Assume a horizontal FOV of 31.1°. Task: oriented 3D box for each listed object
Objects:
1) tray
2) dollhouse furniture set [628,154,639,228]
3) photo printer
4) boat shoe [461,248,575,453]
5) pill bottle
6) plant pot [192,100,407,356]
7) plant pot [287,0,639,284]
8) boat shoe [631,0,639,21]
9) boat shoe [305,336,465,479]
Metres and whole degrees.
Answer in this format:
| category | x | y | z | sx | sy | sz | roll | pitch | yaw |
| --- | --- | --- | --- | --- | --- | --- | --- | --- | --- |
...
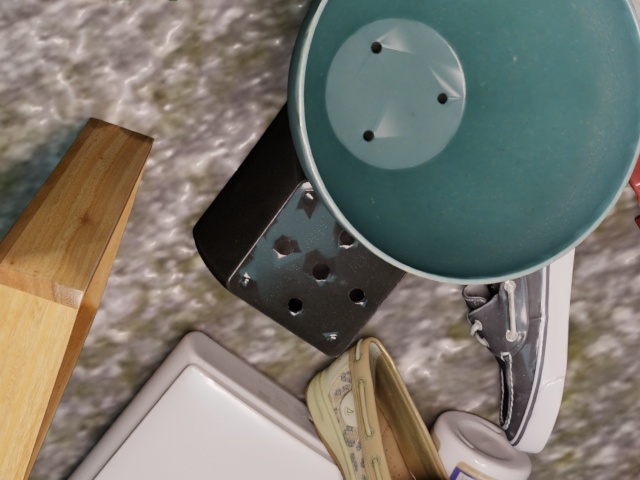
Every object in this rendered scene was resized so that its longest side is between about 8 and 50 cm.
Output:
| category | x | y | z | sx | sy | sz | roll | pitch | yaw |
| --- | --- | --- | --- | --- | --- | --- | --- | --- | --- |
| tray | -0.226 | 0.045 | 0.967 | 0.076 | 0.411 | 0.202 | 18 | 108 | -8 |
| dollhouse furniture set | 0.452 | -0.096 | 1.021 | 0.374 | 0.152 | 0.201 | -22 | 132 | 12 |
| photo printer | -0.129 | 0.280 | 1.211 | 0.256 | 0.107 | 0.307 | 37 | 104 | -13 |
| boat shoe | 0.191 | 0.067 | 1.147 | 0.102 | 0.108 | 0.301 | 2 | 107 | -2 |
| pill bottle | 0.133 | 0.285 | 1.218 | 0.112 | 0.112 | 0.186 | 24 | 107 | -9 |
| plant pot | 0.000 | 0.000 | 1.087 | 0.187 | 0.167 | 0.188 | 34 | 104 | -13 |
| plant pot | 0.096 | -0.122 | 0.963 | 0.290 | 0.195 | 0.290 | -2 | 99 | -16 |
| boat shoe | 0.172 | -0.243 | 1.036 | 0.320 | 0.118 | 0.103 | 29 | 102 | -18 |
| boat shoe | 0.080 | 0.229 | 1.124 | 0.089 | 0.105 | 0.285 | -46 | 61 | 29 |
